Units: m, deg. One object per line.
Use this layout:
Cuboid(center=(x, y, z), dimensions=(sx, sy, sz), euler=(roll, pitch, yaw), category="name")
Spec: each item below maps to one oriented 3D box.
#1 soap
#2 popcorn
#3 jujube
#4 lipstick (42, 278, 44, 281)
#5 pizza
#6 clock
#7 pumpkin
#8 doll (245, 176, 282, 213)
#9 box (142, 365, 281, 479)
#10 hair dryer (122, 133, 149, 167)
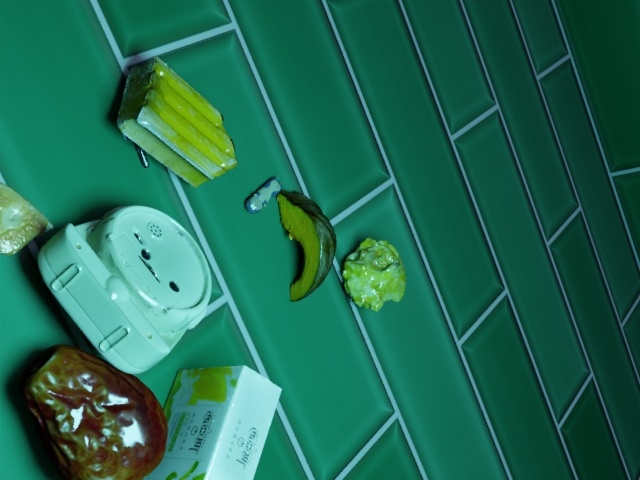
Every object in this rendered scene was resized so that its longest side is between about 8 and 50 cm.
Cuboid(center=(-0.263, -0.211, 1.528), dimensions=(0.257, 0.080, 0.160), euler=(41, 43, -43), category="soap")
Cuboid(center=(0.126, 0.089, 1.882), dimensions=(0.173, 0.142, 0.173), euler=(6, 90, -69), category="popcorn")
Cuboid(center=(-0.363, 0.284, 1.273), dimensions=(0.255, 0.190, 0.190), euler=(51, 48, -17), category="jujube")
Cuboid(center=(-0.413, 0.101, 1.353), dimensions=(0.130, 0.038, 0.038), euler=(53, 48, -25), category="lipstick")
Cuboid(center=(-0.542, -0.041, 1.231), dimensions=(0.271, 0.056, 0.134), euler=(6, 75, -48), category="pizza")
Cuboid(center=(-0.305, 0.056, 1.368), dimensions=(0.265, 0.108, 0.324), euler=(51, 27, -3), category="clock")
Cuboid(center=(0.000, 0.000, 1.748), dimensions=(0.130, 0.149, 0.254), euler=(-2, 82, -39), category="pumpkin")
Cuboid(center=(-0.120, -0.099, 1.722), dimensions=(0.037, 0.027, 0.125), euler=(51, 48, -11), category="doll")
Cuboid(center=(-0.202, 0.360, 1.410), dimensions=(0.111, 0.194, 0.260), euler=(42, 52, -34), category="box")
Cuboid(center=(-0.339, -0.178, 1.506), dimensions=(0.047, 0.026, 0.083), euler=(-31, 108, -45), category="hair dryer")
